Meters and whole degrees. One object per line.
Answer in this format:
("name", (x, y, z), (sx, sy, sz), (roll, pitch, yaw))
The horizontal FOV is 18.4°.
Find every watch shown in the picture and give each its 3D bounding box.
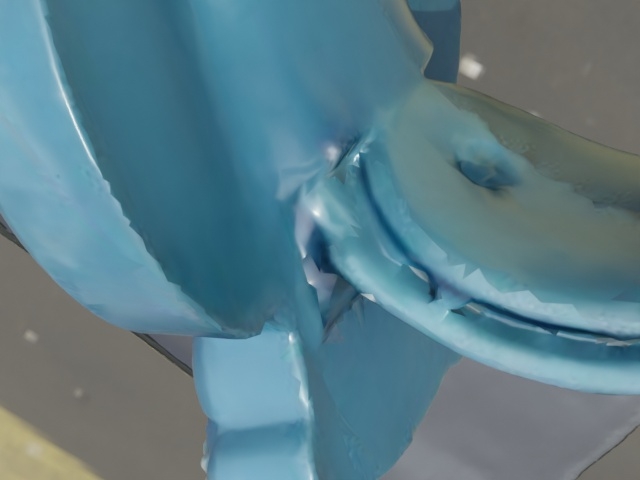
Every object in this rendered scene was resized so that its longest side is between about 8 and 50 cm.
("watch", (0.051, -0.052, 0.393), (0.193, 0.211, 0.211), (-12, 132, 26))

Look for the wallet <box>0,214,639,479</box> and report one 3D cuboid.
("wallet", (0.000, 0.000, 1.070), (0.406, 0.062, 0.228), (39, 108, -18))
